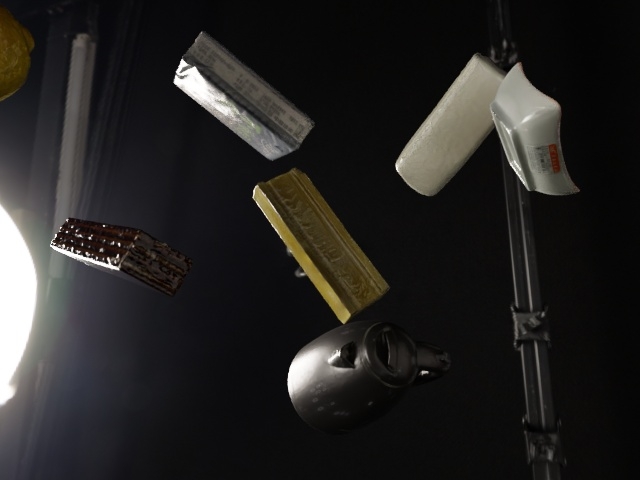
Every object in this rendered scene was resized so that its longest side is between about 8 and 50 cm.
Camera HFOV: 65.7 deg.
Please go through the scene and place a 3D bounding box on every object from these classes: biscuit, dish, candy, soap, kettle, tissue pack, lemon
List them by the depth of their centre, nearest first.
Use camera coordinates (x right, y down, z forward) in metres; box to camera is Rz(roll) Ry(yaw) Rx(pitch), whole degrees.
[{"bbox_3d":[0.000,0.000,0.769,0.252,0.092,0.037,54,-35,13],"label":"soap"},{"bbox_3d":[0.353,-0.171,0.838,0.077,0.212,0.151,-26,-136,16],"label":"dish"},{"bbox_3d":[-0.369,0.021,0.886,0.388,0.107,0.073,8,-114,48],"label":"biscuit"},{"bbox_3d":[-0.705,-0.371,0.959,0.233,0.288,0.234,24,-51,33],"label":"lemon"},{"bbox_3d":[0.112,0.259,1.001,0.290,0.268,0.208,-48,-141,49],"label":"kettle"},{"bbox_3d":[0.359,-0.308,1.320,0.145,0.208,0.359,36,-59,-2],"label":"candy"},{"bbox_3d":[-0.236,-0.406,1.471,0.394,0.288,0.124,37,-100,-19],"label":"tissue pack"}]
